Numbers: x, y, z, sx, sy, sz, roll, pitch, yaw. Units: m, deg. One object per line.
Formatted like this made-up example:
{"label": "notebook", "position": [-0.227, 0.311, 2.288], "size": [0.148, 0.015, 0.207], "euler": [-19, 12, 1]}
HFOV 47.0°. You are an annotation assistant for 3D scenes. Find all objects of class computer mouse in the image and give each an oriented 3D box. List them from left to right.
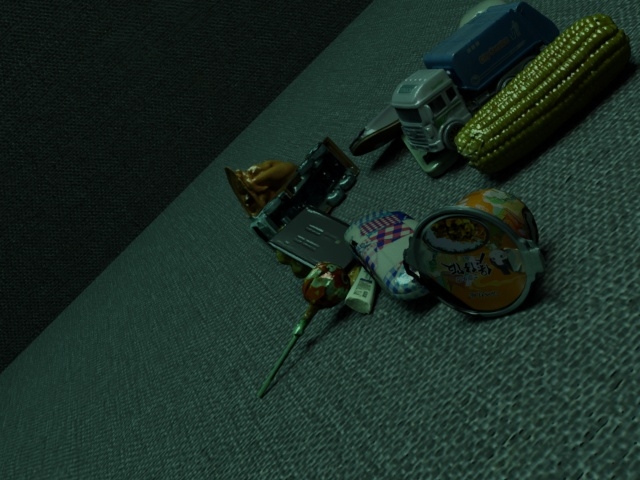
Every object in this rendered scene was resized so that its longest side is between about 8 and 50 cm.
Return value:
{"label": "computer mouse", "position": [0.196, -0.310, 1.811], "size": [0.310, 0.072, 0.158], "euler": [-43, -2, -20]}

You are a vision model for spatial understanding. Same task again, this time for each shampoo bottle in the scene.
{"label": "shampoo bottle", "position": [0.088, 0.076, 1.357], "size": [0.141, 0.049, 0.034], "euler": [-62, -19, -48]}

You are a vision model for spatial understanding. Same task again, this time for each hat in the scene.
{"label": "hat", "position": [-0.104, -0.161, 1.990], "size": [0.233, 0.244, 0.233], "euler": [-34, 26, -12]}

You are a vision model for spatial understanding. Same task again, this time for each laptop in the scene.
{"label": "laptop", "position": [0.000, 0.000, 1.486], "size": [0.197, 0.016, 0.135], "euler": [28, 62, 36]}

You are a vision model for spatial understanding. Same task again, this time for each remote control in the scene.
{"label": "remote control", "position": [0.242, -0.215, 1.638], "size": [0.090, 0.038, 0.309], "euler": [-40, 21, 13]}

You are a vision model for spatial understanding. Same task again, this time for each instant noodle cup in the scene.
{"label": "instant noodle cup", "position": [0.236, 0.005, 1.060], "size": [0.208, 0.177, 0.125], "euler": [12, 35, 30]}

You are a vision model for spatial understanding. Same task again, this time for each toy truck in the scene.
{"label": "toy truck", "position": [-0.049, -0.104, 1.845], "size": [0.305, 0.136, 0.162], "euler": [-53, 15, -30]}
{"label": "toy truck", "position": [0.316, -0.335, 1.506], "size": [0.367, 0.175, 0.146], "euler": [-40, 21, -11]}

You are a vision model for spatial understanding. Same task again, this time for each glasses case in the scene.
{"label": "glasses case", "position": [0.134, 0.017, 1.306], "size": [0.125, 0.076, 0.327], "euler": [-26, 23, -6]}

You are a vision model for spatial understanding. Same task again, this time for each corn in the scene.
{"label": "corn", "position": [0.390, -0.250, 1.302], "size": [0.344, 0.131, 0.131], "euler": [-43, 20, 8]}

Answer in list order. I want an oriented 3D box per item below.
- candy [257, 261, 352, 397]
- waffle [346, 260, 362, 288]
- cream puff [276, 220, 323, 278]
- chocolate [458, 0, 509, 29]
{"label": "candy", "position": [-0.036, 0.170, 1.365], "size": [0.287, 0.084, 0.078], "euler": [-60, -17, 2]}
{"label": "waffle", "position": [0.081, 0.035, 1.461], "size": [0.125, 0.032, 0.191], "euler": [-18, 34, 54]}
{"label": "cream puff", "position": [-0.019, 0.019, 1.582], "size": [0.156, 0.121, 0.156], "euler": [-8, -9, -1]}
{"label": "chocolate", "position": [0.398, -0.479, 1.704], "size": [0.221, 0.147, 0.221], "euler": [-34, 25, 18]}
